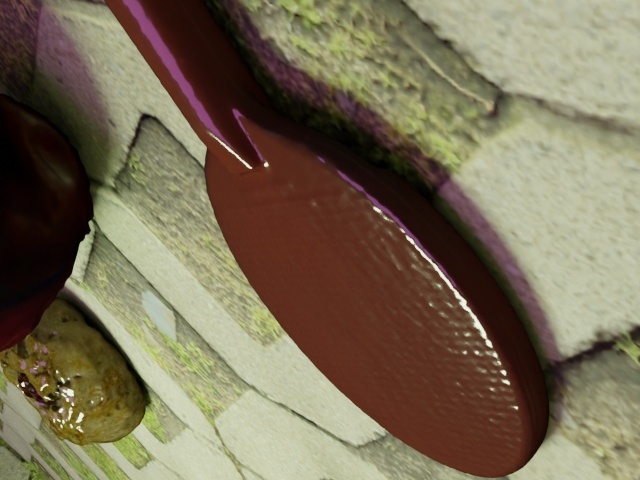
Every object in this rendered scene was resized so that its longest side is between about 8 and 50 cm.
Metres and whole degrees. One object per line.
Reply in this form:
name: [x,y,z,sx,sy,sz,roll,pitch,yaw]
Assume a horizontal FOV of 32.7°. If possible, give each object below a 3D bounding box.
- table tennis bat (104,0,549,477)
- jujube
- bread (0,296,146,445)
table tennis bat: [0.000,0.000,0.712,0.414,0.051,0.268,55,155,-16]
jujube: [-0.347,-0.003,1.040,0.258,0.258,0.377,53,158,-10]
bread: [-0.344,0.184,1.483,0.230,0.123,0.230,40,157,21]
